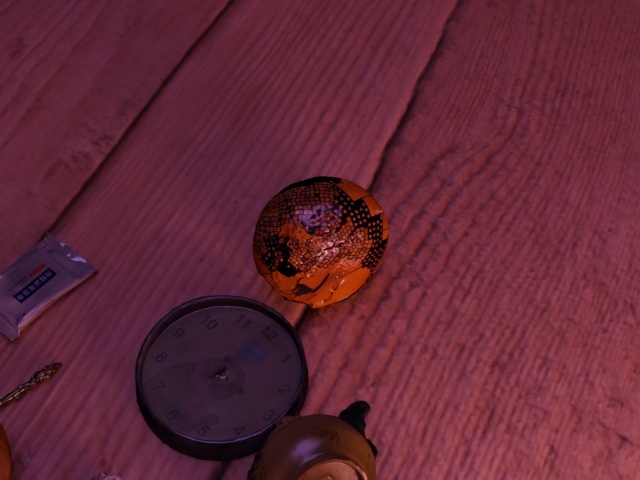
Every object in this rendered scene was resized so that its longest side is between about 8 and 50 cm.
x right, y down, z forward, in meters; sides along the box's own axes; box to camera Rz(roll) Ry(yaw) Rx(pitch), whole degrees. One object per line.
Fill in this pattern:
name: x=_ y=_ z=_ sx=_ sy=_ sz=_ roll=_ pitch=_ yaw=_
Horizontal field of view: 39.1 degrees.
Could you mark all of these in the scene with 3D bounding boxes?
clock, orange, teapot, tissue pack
clock: x=-0.155 y=0.208 z=1.421 sx=0.281 sy=0.055 sz=0.280 roll=1 pitch=52 yaw=-1
orange: x=0.000 y=0.000 z=1.477 sx=0.234 sy=0.234 sz=0.182 roll=-12 pitch=50 yaw=-11
teapot: x=-0.029 y=0.327 z=1.281 sx=0.269 sy=0.173 sz=0.182 roll=-40 pitch=26 yaw=-4
tissue pack: x=-0.491 y=0.077 z=1.531 sx=0.123 sy=0.026 sz=0.193 roll=32 pitch=58 yaw=21

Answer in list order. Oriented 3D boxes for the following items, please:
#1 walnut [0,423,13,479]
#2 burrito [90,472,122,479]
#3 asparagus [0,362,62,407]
walnut: x=-0.514 y=0.352 z=1.255 sx=0.137 sy=0.137 sz=0.245 roll=16 pitch=50 yaw=11
burrito: x=-0.342 y=0.413 z=1.251 sx=0.064 sy=0.064 sz=0.203 roll=23 pitch=57 yaw=16
asparagus: x=-0.501 y=0.256 z=1.395 sx=0.233 sy=0.023 sz=0.022 roll=-34 pitch=105 yaw=-25
